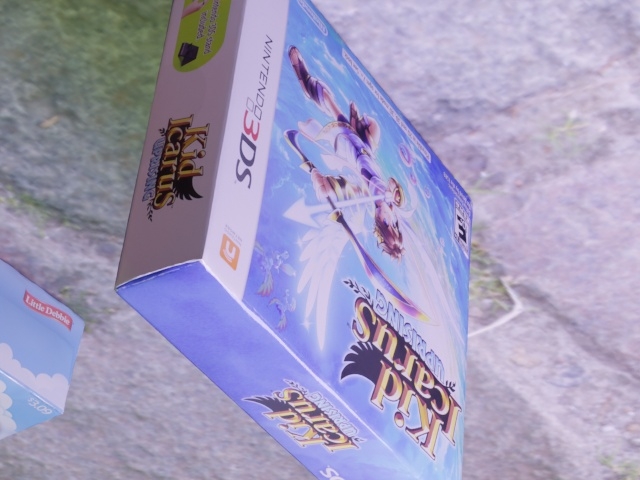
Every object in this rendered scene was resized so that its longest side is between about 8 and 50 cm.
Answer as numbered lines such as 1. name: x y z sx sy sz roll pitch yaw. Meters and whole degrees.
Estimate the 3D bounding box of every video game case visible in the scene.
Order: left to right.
1. video game case: 0.000 0.000 1.095 0.061 0.244 0.269 -18 135 28

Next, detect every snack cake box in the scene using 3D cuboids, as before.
1. snack cake box: -0.316 0.047 1.335 0.152 0.089 0.264 -23 132 34
